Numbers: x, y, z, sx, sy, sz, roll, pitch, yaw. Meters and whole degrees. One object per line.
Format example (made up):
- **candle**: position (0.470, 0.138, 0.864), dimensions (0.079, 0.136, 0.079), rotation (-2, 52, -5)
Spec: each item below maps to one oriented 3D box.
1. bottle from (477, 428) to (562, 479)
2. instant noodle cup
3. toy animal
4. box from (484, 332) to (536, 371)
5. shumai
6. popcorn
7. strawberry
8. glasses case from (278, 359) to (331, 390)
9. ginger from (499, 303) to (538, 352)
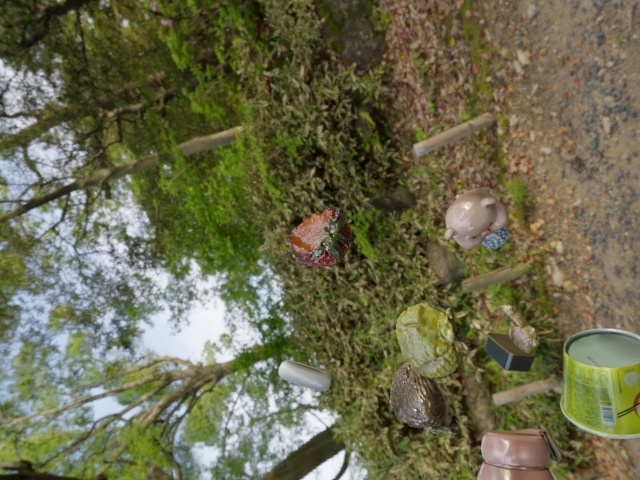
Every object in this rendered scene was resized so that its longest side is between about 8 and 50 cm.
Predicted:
- **bottle**: position (0.441, 0.569, 1.010), dimensions (0.173, 0.207, 0.296), rotation (145, 130, -63)
- **instant noodle cup**: position (0.904, 0.426, 1.446), dimensions (0.311, 0.311, 0.221), rotation (-93, -12, -75)
- **toy animal**: position (0.550, -0.094, 1.656), dimensions (0.230, 0.210, 0.221), rotation (26, -150, -31)
- **box**: position (0.832, 0.495, 2.048), dimensions (0.201, 0.145, 0.090), rotation (-127, 47, -70)
- **shumai**: position (0.466, 0.674, 1.949), dimensions (0.283, 0.217, 0.346), rotation (27, -172, -10)
- **popcorn**: position (0.398, 0.359, 1.668), dimensions (0.224, 0.270, 0.257), rotation (-27, -46, -48)
- **strawberry**: position (-0.008, 0.013, 1.254), dimensions (0.098, 0.228, 0.174), rotation (35, -121, -27)
- **glasses case**: position (-0.056, 0.488, 1.669), dimensions (0.049, 0.193, 0.074), rotation (-74, 2, -70)
- **ginger**: position (0.634, 0.280, 1.494), dimensions (0.165, 0.067, 0.096), rotation (60, 162, 16)
